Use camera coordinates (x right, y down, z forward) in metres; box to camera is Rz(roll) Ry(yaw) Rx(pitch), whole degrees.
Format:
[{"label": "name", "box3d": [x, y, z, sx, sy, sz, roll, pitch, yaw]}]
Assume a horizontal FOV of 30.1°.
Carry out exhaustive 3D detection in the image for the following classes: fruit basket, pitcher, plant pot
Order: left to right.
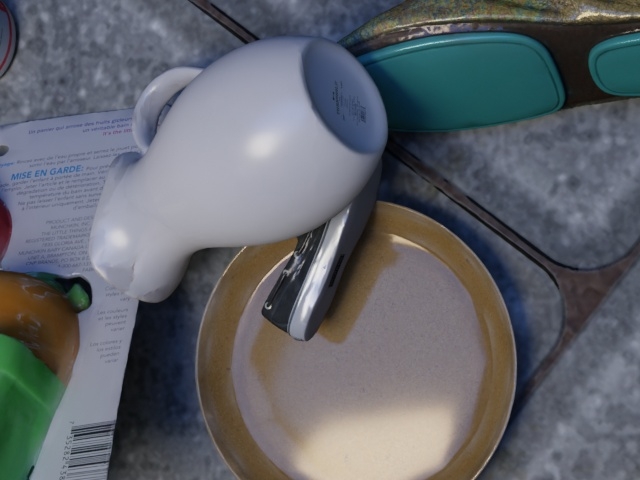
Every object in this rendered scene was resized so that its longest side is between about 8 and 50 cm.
[{"label": "fruit basket", "box3d": [-0.278, 0.061, 0.888, 0.327, 0.165, 0.353, -7, 50, 15]}, {"label": "pitcher", "box3d": [-0.061, -0.072, 0.804, 0.207, 0.125, 0.178, -28, 54, 36]}, {"label": "plant pot", "box3d": [0.025, 0.089, 0.855, 0.236, 0.032, 0.236, -2, 83, 16]}]

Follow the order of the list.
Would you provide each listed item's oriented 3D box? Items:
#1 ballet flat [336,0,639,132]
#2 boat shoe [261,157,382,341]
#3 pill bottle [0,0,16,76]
[{"label": "ballet flat", "box3d": [0.169, -0.147, 0.800, 0.348, 0.123, 0.123, -4, 83, 21]}, {"label": "boat shoe", "box3d": [0.000, 0.000, 0.830, 0.040, 0.049, 0.142, 24, 94, 18]}, {"label": "pill bottle", "box3d": [-0.311, -0.172, 0.917, 0.087, 0.160, 0.087, -2, 84, 16]}]
